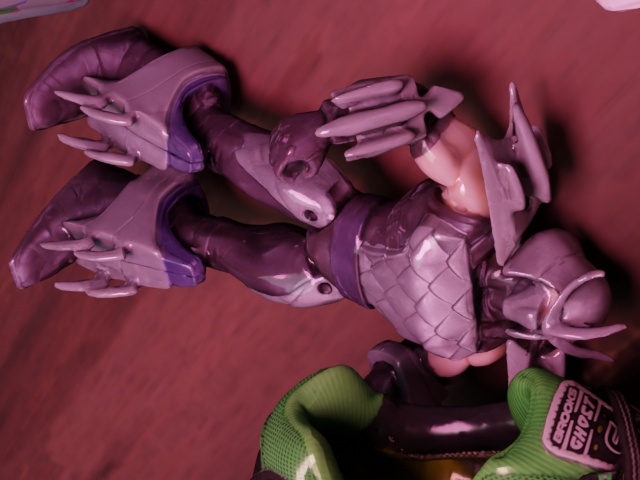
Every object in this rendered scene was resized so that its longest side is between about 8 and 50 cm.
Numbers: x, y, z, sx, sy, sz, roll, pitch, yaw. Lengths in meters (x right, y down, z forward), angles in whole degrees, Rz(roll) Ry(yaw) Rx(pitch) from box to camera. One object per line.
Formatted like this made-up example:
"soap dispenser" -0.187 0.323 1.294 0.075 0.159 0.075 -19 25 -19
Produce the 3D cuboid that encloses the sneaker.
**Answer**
"sneaker" 0.123 0.130 0.641 0.344 0.134 0.146 5 127 22

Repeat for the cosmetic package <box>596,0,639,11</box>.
"cosmetic package" 0.080 -0.272 0.365 0.156 0.217 0.385 -15 109 47

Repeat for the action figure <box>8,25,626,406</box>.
"action figure" 0.000 0.000 0.741 0.285 0.099 0.185 18 125 31

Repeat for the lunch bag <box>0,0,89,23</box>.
"lunch bag" -0.142 -0.192 0.634 0.262 0.160 0.223 23 139 -28
